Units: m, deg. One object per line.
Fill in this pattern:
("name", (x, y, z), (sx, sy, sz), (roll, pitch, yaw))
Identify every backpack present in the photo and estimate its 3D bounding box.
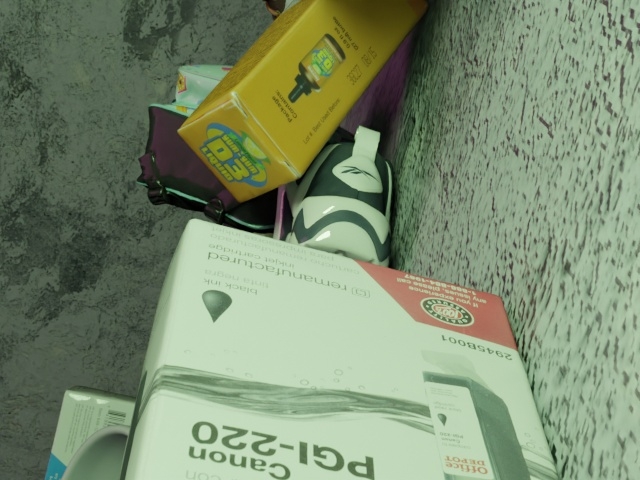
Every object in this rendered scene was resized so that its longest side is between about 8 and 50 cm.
("backpack", (-0.050, -0.081, 0.951), (0.188, 0.166, 0.144), (8, -84, -59))

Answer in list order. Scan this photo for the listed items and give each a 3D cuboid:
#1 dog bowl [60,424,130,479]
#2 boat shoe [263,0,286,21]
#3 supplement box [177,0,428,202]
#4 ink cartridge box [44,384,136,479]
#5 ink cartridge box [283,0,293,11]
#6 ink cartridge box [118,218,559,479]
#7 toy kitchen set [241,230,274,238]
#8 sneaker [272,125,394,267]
("dog bowl", (-0.210, 0.349, 1.206), (0.265, 0.104, 0.264), (-24, 58, 45))
("boat shoe", (-0.026, -0.347, 1.431), (0.123, 0.123, 0.342), (-88, 15, -55))
("supplement box", (-0.007, -0.133, 0.794), (0.080, 0.078, 0.233), (-20, 26, 44))
("ink cartridge box", (-0.242, 0.304, 1.430), (0.168, 0.233, 0.171), (143, 140, -80))
("ink cartridge box", (0.031, -0.337, 1.130), (0.206, 0.045, 0.208), (-31, 42, 55))
("ink cartridge box", (0.003, 0.095, 0.408), (0.218, 0.159, 0.092), (-91, 18, -59))
("toy kitchen set", (-0.108, 0.101, 1.471), (0.207, 0.166, 0.122), (-37, 18, 9))
("sneaker", (0.000, 0.000, 0.826), (0.235, 0.094, 0.153), (109, 177, -58))
